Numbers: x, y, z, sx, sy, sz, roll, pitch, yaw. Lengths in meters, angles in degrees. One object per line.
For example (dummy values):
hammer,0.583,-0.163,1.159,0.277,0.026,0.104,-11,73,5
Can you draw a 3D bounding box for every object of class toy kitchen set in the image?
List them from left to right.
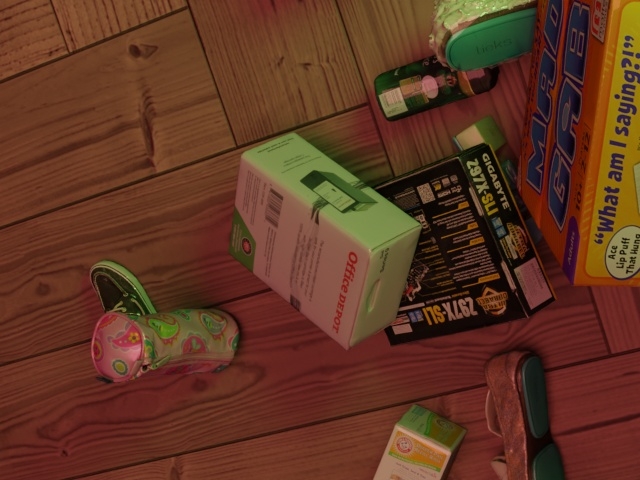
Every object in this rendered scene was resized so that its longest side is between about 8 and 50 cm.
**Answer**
toy kitchen set,0.240,-0.058,1.809,0.166,0.122,0.207,-33,89,23

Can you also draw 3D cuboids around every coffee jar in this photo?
coffee jar,0.181,-0.246,1.802,0.184,0.096,0.079,-15,100,22

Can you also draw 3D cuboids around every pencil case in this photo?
pencil case,-0.256,0.176,1.956,0.124,0.284,0.124,-1,88,30

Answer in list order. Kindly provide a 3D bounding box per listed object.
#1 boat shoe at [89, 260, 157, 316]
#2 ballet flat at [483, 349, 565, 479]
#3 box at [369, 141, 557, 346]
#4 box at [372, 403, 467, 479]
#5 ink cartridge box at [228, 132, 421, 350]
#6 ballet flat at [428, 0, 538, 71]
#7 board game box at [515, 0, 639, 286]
boat shoe,-0.344,0.130,2.093,0.078,0.070,0.219,-41,86,23
ballet flat,0.325,0.328,1.892,0.106,0.107,0.316,-4,96,41
box,0.178,0.015,1.797,0.322,0.079,0.257,-20,97,52
box,0.152,0.394,1.948,0.103,0.114,0.203,25,109,15
ink cartridge box,0.000,0.000,1.833,0.289,0.121,0.211,38,135,29
ballet flat,0.352,-0.348,1.685,0.408,0.147,0.147,-9,99,2
board game box,0.474,-0.169,1.492,0.356,0.356,0.357,2,113,-3
